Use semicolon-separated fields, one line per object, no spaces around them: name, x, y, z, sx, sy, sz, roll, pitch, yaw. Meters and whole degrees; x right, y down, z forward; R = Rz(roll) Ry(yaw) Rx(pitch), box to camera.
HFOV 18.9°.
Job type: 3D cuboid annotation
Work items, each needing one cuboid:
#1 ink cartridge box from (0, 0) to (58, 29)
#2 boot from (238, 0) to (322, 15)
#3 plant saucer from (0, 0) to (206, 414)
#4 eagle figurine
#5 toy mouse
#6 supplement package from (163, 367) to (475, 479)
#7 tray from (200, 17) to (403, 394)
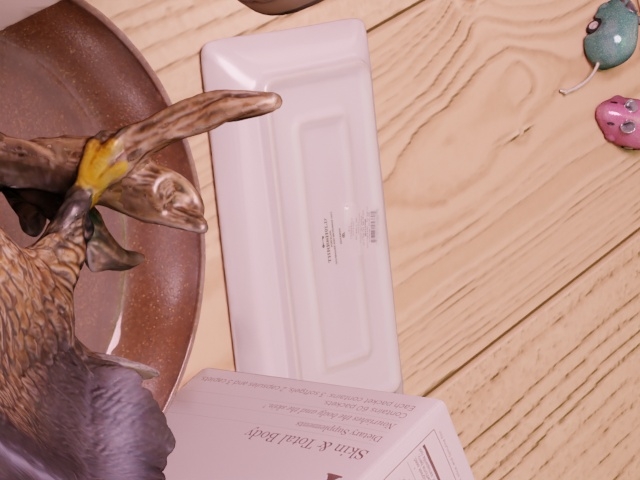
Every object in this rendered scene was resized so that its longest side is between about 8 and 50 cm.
ink cartridge box;-0.229;-0.260;0.861;0.306;0.131;0.226;32;52;-40
boot;-0.098;-0.299;0.820;0.284;0.138;0.377;25;51;-48
plant saucer;-0.190;0.011;1.011;0.311;0.050;0.310;-5;97;-45
eagle figurine;-0.164;0.048;0.845;0.225;0.226;0.298;32;40;-16
toy mouse;0.235;-0.124;1.444;0.143;0.031;0.161;-14;102;-44
supplement package;-0.049;0.230;1.060;0.263;0.199;0.198;-41;120;-36
tray;0.000;0.000;1.217;0.145;0.030;0.270;-16;104;-45
